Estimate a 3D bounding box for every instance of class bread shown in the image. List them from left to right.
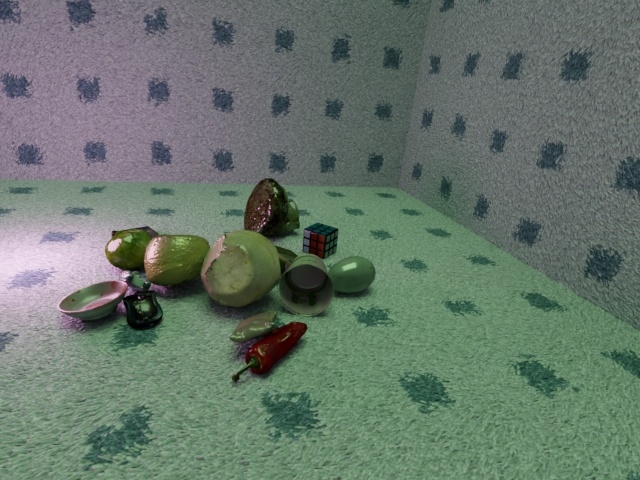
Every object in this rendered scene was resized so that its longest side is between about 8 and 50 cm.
[{"bbox_3d":[-0.671,0.094,1.919,0.321,0.237,0.320,-1,-3,0],"label":"bread"}]

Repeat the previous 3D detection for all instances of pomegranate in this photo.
[{"bbox_3d":[-0.235,0.143,2.106,0.169,0.122,0.143,-2,21,-16],"label":"pomegranate"}]

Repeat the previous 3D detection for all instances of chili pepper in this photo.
[{"bbox_3d":[-0.175,0.400,1.513,0.110,0.110,0.388,18,26,27],"label":"chili pepper"}]

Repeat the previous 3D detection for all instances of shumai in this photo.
[{"bbox_3d":[-0.288,-0.171,2.663,0.348,0.394,0.395,23,9,-36],"label":"shumai"}]

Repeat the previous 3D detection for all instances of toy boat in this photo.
[{"bbox_3d":[-0.827,0.172,1.822,0.134,0.078,0.208,29,-22,-27],"label":"toy boat"}]

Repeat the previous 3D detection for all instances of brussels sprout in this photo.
[{"bbox_3d":[-0.964,0.042,2.064,0.244,0.243,0.244,5,22,-2],"label":"brussels sprout"}]

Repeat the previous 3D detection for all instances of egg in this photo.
[{"bbox_3d":[0.155,0.174,2.055,0.264,0.182,0.183,-10,27,-26],"label":"egg"}]

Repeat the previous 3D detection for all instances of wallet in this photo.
[{"bbox_3d":[-1.041,-0.001,2.335,0.262,0.071,0.221,29,26,37],"label":"wallet"}]

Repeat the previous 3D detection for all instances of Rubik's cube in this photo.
[{"bbox_3d":[0.000,0.000,2.475,0.161,0.163,0.162,18,28,27],"label":"Rubik's cube"}]

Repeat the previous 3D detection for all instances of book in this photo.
[{"bbox_3d":[-0.167,0.097,2.266,0.217,0.021,0.310,18,10,-43],"label":"book"}]

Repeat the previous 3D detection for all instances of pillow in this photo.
[{"bbox_3d":[-0.254,0.334,1.594,0.174,0.067,0.270,-15,1,-5],"label":"pillow"}]

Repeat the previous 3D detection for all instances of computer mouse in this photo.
[{"bbox_3d":[-0.744,0.270,1.691,0.137,0.096,0.233,-11,29,-35],"label":"computer mouse"}]

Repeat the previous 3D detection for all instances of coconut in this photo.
[{"bbox_3d":[-0.354,0.126,1.849,0.347,0.345,0.360,11,2,11],"label":"coconut"}]

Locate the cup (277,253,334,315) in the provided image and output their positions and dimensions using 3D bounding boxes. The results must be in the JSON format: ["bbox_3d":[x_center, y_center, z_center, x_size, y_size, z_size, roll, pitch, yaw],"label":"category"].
[{"bbox_3d":[-0.066,0.186,1.913,0.253,0.253,0.274,5,16,-2],"label":"cup"}]

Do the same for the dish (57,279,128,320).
[{"bbox_3d":[-0.913,0.258,1.657,0.261,0.085,0.260,-6,21,2],"label":"dish"}]
